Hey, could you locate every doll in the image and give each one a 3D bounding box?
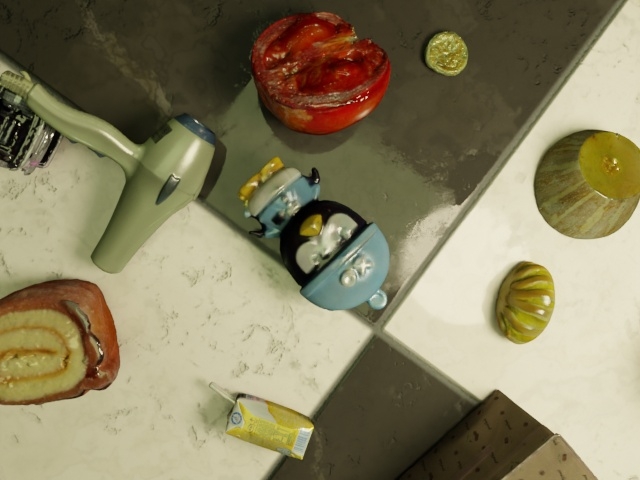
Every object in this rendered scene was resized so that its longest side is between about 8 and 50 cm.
[{"bbox_3d":[0.000,0.000,0.720,0.177,0.141,0.314,-45,92,-5],"label":"doll"}]

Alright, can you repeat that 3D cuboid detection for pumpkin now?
[{"bbox_3d":[0.523,-0.109,0.780,0.218,0.110,0.217,0,89,0],"label":"pumpkin"}]

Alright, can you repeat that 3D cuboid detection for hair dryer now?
[{"bbox_3d":[-0.343,-0.084,0.679,0.299,0.119,0.295,9,112,-29],"label":"hair dryer"}]

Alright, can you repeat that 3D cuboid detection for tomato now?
[{"bbox_3d":[-0.003,-0.259,0.707,0.201,0.139,0.233,-26,61,-10],"label":"tomato"}]

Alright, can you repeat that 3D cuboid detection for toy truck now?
[{"bbox_3d":[-0.545,-0.209,0.657,0.268,0.155,0.124,26,91,-9],"label":"toy truck"}]

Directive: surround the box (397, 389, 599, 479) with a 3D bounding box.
[{"bbox_3d":[0.321,0.468,0.751,0.297,0.190,0.225,-40,96,0],"label":"box"}]

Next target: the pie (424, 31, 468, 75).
[{"bbox_3d":[0.234,-0.345,0.779,0.084,0.021,0.083,0,90,-2],"label":"pie"}]

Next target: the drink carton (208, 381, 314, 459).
[{"bbox_3d":[-0.117,0.322,0.757,0.200,0.084,0.074,21,81,-5],"label":"drink carton"}]

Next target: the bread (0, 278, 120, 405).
[{"bbox_3d":[-0.465,0.166,0.698,0.245,0.123,0.190,-10,92,-5],"label":"bread"}]

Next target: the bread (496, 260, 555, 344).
[{"bbox_3d":[0.389,0.123,0.786,0.083,0.094,0.157,17,100,-10],"label":"bread"}]
